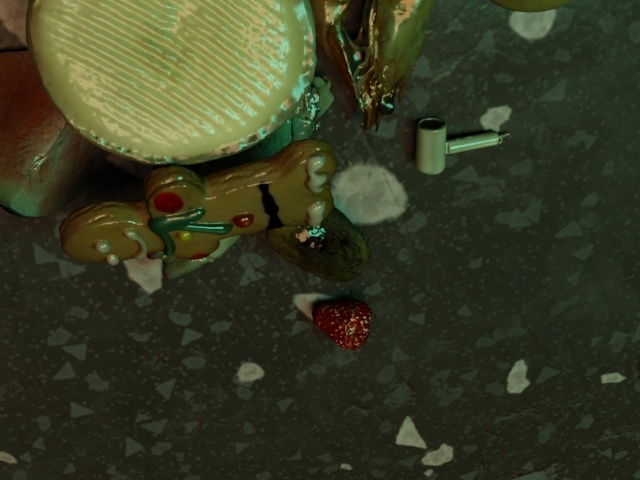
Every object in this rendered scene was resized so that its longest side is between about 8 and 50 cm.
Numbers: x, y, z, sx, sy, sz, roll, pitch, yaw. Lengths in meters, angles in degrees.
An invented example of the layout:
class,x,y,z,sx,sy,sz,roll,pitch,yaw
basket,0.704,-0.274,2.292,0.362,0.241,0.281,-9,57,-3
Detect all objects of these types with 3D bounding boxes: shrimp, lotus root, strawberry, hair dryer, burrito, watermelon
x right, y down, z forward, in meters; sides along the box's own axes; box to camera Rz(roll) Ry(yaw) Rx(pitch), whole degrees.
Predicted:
class,x,y,z,sx,sy,sz,roll,pitch,yaw
shrimp,0.052,-0.236,1.076,0.145,0.061,0.267,-1,128,-2
lotus root,0.000,0.000,1.212,0.089,0.080,0.179,-43,131,18
strawberry,0.029,0.110,1.311,0.083,0.073,0.073,7,124,-2
hair dryer,0.175,-0.122,1.203,0.124,0.038,0.063,-11,126,-13
burrito,-0.094,-0.072,1.152,0.096,0.066,0.309,29,113,-24
watermelon,-0.327,-0.133,1.069,0.207,0.136,0.202,48,64,-8

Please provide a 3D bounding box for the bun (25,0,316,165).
class,x,y,z,sx,sy,sz,roll,pitch,yaw
bun,-0.149,-0.213,0.992,0.287,0.146,0.287,-6,114,-15

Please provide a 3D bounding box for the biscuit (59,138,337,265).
class,x,y,z,sx,sy,sz,roll,pitch,yaw
biscuit,-0.127,-0.024,1.058,0.301,0.049,0.197,-12,155,-2

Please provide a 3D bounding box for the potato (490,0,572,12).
class,x,y,z,sx,sy,sz,roll,pitch,yaw
potato,0.245,-0.322,1.021,0.194,0.157,0.157,-22,128,-14
